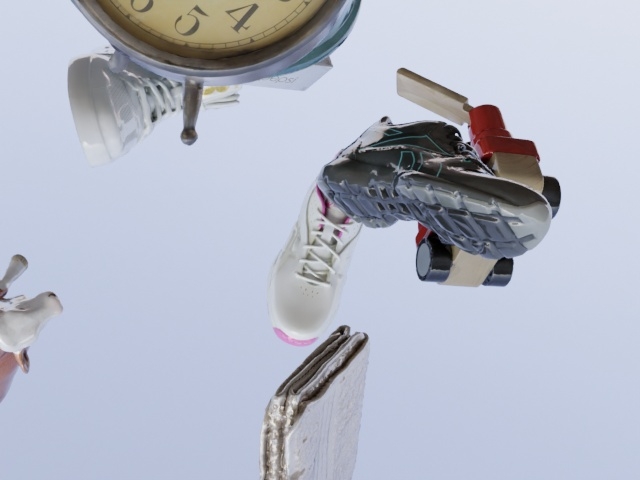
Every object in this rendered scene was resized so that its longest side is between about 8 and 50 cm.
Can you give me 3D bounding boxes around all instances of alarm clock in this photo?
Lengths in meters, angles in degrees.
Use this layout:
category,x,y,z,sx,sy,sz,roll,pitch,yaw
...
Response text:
category,x,y,z,sx,sy,sz,roll,pitch,yaw
alarm clock,-0.032,-0.146,0.478,0.129,0.192,0.064,42,-177,-2

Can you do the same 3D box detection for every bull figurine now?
category,x,y,z,sx,sy,sz,roll,pitch,yaw
bull figurine,-0.391,0.131,1.315,0.101,0.310,0.188,38,-152,-10

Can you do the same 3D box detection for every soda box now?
category,x,y,z,sx,sy,sz,roll,pitch,yaw
soda box,-0.087,-0.268,1.615,0.216,0.074,0.069,-2,-113,-46

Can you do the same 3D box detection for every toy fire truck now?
category,x,y,z,sx,sy,sz,roll,pitch,yaw
toy fire truck,0.174,-0.090,1.445,0.158,0.217,0.246,4,-129,-16

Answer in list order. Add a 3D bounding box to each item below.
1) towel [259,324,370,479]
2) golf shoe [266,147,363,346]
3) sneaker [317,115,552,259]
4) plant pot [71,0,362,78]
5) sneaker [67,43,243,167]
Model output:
category,x,y,z,sx,sy,sz,roll,pitch,yaw
towel,-0.008,0.244,1.207,0.049,0.282,0.187,17,-150,22
golf shoe,0.000,0.000,1.602,0.115,0.140,0.306,17,-119,-2
sneaker,0.106,-0.061,1.013,0.267,0.101,0.106,18,-115,48
plant pot,-0.073,-0.391,1.060,0.341,0.334,0.341,9,-126,-13
sneaker,-0.168,-0.167,1.199,0.169,0.108,0.292,-10,-156,2
